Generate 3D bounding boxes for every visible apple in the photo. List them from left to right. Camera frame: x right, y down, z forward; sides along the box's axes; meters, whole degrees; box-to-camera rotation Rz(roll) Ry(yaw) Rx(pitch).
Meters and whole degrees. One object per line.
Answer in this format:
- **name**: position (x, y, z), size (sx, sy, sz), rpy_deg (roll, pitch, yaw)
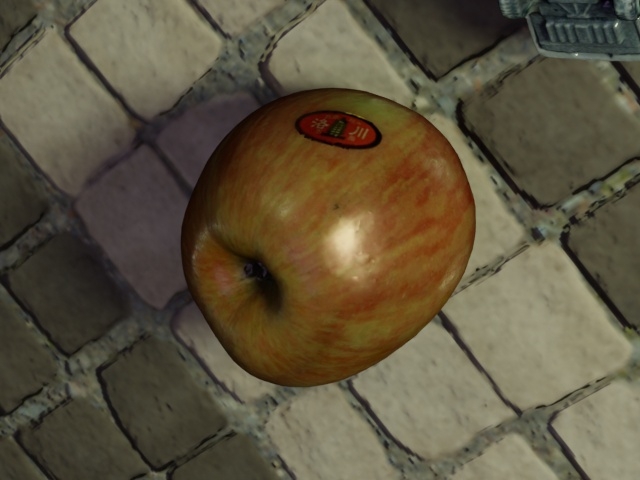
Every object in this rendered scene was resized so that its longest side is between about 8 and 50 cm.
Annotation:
- **apple**: position (0.000, 0.000, 0.891), size (0.146, 0.131, 0.146), rpy_deg (18, 125, 27)

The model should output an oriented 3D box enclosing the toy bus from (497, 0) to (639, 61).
- **toy bus**: position (0.100, -0.151, 0.741), size (0.064, 0.075, 0.190), rpy_deg (4, 154, 23)
